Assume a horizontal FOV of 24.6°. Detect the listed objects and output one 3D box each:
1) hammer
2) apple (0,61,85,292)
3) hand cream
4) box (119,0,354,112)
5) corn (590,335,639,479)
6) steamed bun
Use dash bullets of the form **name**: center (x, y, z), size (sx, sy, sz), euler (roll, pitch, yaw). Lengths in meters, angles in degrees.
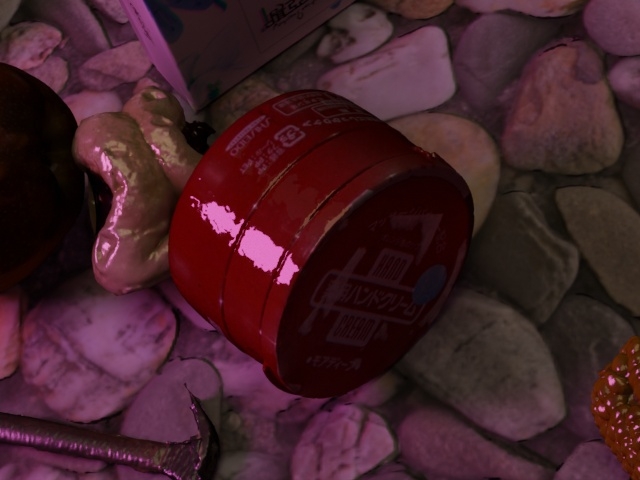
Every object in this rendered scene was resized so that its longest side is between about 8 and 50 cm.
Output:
- **hammer**: center (-0.225, 0.169, 1.259), size (0.297, 0.027, 0.125), euler (5, 58, 21)
- **apple**: center (-0.316, -0.055, 1.316), size (0.230, 0.230, 0.230), euler (-8, 54, 12)
- **hand cream**: center (0.000, 0.000, 1.186), size (0.230, 0.230, 0.149), euler (-42, 57, -14)
- **box**: center (-0.070, -0.292, 1.426), size (0.274, 0.203, 0.116), euler (-36, 53, -10)
- **corn**: center (0.290, 0.195, 1.035), size (0.102, 0.102, 0.313), euler (-26, 53, -2)
- **steamed bun**: center (-0.144, -0.052, 1.284), size (0.172, 0.141, 0.155), euler (-28, 97, -10)
